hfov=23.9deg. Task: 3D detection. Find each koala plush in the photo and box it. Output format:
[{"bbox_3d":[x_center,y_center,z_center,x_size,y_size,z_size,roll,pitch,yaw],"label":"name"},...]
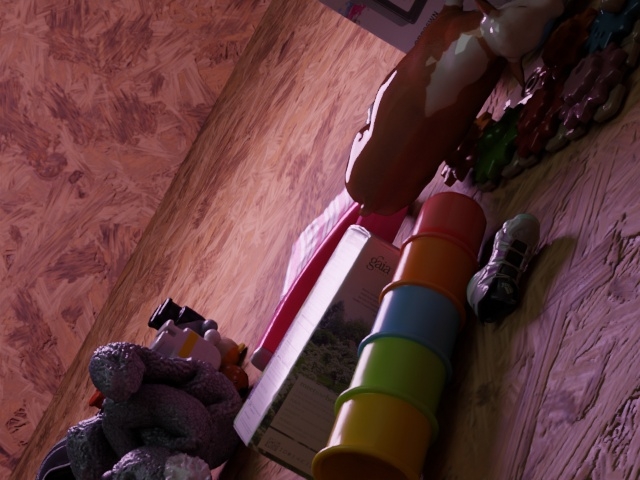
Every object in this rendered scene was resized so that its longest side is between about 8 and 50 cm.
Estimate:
[{"bbox_3d":[-0.175,0.259,1.722,0.221,0.203,0.196,-102,26,-50],"label":"koala plush"}]

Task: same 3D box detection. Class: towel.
[{"bbox_3d":[0.000,0.000,1.915,0.197,0.029,0.144,-48,17,39],"label":"towel"}]

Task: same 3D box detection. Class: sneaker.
[{"bbox_3d":[0.158,0.030,1.268,0.069,0.038,0.098,-93,26,-64],"label":"sneaker"}]

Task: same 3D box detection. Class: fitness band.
[{"bbox_3d":[0.012,0.043,1.657,0.209,0.054,0.291,-53,5,34],"label":"fitness band"}]

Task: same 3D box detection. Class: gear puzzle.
[{"bbox_3d":[0.200,-0.142,1.456,0.339,0.044,0.175,-34,29,61],"label":"gear puzzle"}]

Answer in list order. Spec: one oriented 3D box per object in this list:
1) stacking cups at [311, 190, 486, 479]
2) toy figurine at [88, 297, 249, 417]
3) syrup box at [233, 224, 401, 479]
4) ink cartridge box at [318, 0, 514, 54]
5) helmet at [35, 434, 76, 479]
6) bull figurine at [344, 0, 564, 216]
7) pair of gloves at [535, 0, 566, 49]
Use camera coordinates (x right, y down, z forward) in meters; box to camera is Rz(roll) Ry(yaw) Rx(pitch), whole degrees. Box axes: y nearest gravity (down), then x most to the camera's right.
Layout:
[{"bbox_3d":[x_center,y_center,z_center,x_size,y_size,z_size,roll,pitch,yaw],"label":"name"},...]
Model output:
[{"bbox_3d":[0.084,0.081,1.315,0.096,0.096,0.316,-43,19,50],"label":"stacking cups"},{"bbox_3d":[-0.189,0.199,1.957,0.209,0.148,0.213,-53,11,2],"label":"toy figurine"},{"bbox_3d":[0.018,0.110,1.474,0.236,0.093,0.096,-60,13,0],"label":"syrup box"},{"bbox_3d":[0.101,-0.328,1.660,0.198,0.270,0.197,-59,5,18],"label":"ink cartridge box"},{"bbox_3d":[-0.306,0.332,2.043,0.161,0.169,0.169,-45,17,19],"label":"helmet"},{"bbox_3d":[0.123,-0.157,1.498,0.310,0.101,0.188,-50,9,32],"label":"bull figurine"},{"bbox_3d":[0.253,-0.269,1.569,0.159,0.023,0.198,-49,12,44],"label":"pair of gloves"}]
